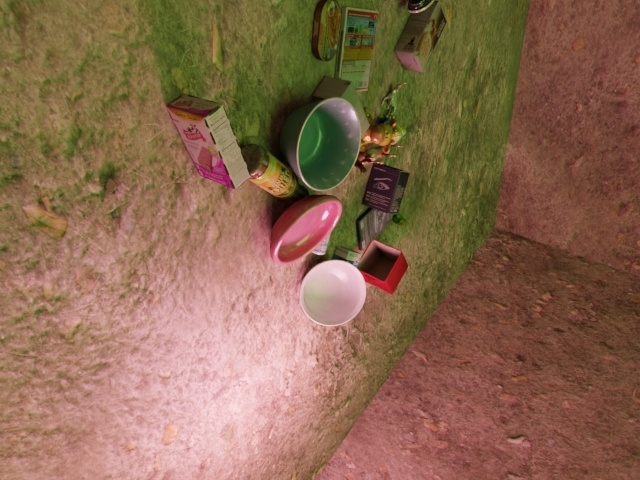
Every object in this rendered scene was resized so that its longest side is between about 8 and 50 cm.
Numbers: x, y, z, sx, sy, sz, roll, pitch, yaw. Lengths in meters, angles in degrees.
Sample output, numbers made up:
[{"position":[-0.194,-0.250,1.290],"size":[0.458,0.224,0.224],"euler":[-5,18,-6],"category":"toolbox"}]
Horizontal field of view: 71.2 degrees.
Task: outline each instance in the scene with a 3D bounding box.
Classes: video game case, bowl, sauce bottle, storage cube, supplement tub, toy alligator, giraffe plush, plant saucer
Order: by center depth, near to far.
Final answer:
[{"position":[-0.144,-0.208,1.504],"size":[0.344,0.111,0.112],"euler":[26,88,-60],"category":"sauce bottle"},{"position":[-0.020,-0.340,1.533],"size":[0.311,0.163,0.312],"euler":[-26,127,-40],"category":"bowl"},{"position":[0.132,-0.701,1.661],"size":[0.204,0.025,0.286],"euler":[-25,130,-46],"category":"video game case"},{"position":[-0.065,-0.051,1.667],"size":[0.332,0.084,0.332],"euler":[-38,160,-17],"category":"plant saucer"},{"position":[0.215,-0.433,1.821],"size":[0.210,0.170,0.182],"euler":[-40,140,-34],"category":"giraffe plush"},{"position":[0.000,0.000,1.887],"size":[0.071,0.070,0.107],"euler":[-6,116,-54],"category":"supplement tub"},{"position":[0.042,0.215,1.978],"size":[0.297,0.134,0.298],"euler":[-2,101,-13],"category":"bowl"},{"position":[0.273,-0.100,2.260],"size":[0.274,0.026,0.196],"euler":[-44,142,-32],"category":"video game case"},{"position":[0.324,0.141,2.346],"size":[0.215,0.183,0.193],"euler":[-58,148,-13],"category":"storage cube"},{"position":[0.442,-0.107,2.482],"size":[0.051,0.056,0.189],"euler":[-27,155,19],"category":"toy alligator"}]

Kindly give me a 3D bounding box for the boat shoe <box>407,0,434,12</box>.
[{"position":[0.422,-1.039,1.791],"size":[0.303,0.114,0.091],"euler":[-66,151,-23],"category":"boat shoe"}]

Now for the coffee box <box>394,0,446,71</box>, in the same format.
[{"position":[0.430,-0.873,1.910],"size":[0.141,0.098,0.247],"euler":[29,86,-58],"category":"coffee box"}]

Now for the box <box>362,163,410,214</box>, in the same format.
[{"position":[0.306,-0.244,2.094],"size":[0.108,0.153,0.207],"euler":[-5,116,-54],"category":"box"}]

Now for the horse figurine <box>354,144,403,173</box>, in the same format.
[{"position":[0.232,-0.363,1.930],"size":[0.263,0.174,0.066],"euler":[-30,116,-31],"category":"horse figurine"}]

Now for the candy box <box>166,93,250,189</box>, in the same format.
[{"position":[-0.297,-0.262,1.202],"size":[0.071,0.159,0.234],"euler":[-47,143,-28],"category":"candy box"}]

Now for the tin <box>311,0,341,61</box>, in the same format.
[{"position":[0.019,-0.700,1.488],"size":[0.106,0.040,0.190],"euler":[-25,130,-51],"category":"tin"}]

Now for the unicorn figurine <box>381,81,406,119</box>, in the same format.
[{"position":[0.316,-0.614,1.966],"size":[0.111,0.060,0.162],"euler":[-55,162,-18],"category":"unicorn figurine"}]

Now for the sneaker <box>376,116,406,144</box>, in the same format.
[{"position":[0.315,-0.504,1.998],"size":[0.091,0.126,0.240],"euler":[-38,-173,17],"category":"sneaker"}]

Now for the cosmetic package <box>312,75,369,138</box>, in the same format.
[{"position":[0.080,-0.476,1.640],"size":[0.107,0.127,0.238],"euler":[-60,146,-11],"category":"cosmetic package"}]

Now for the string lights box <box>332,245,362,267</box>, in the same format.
[{"position":[0.093,0.165,2.124],"size":[0.133,0.076,0.260],"euler":[14,98,-56],"category":"string lights box"}]
